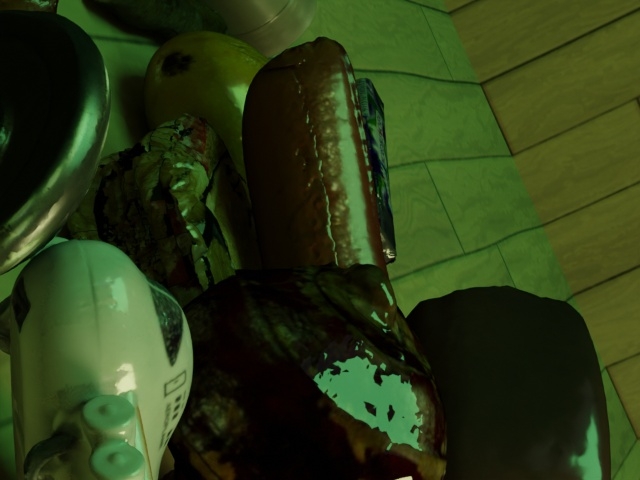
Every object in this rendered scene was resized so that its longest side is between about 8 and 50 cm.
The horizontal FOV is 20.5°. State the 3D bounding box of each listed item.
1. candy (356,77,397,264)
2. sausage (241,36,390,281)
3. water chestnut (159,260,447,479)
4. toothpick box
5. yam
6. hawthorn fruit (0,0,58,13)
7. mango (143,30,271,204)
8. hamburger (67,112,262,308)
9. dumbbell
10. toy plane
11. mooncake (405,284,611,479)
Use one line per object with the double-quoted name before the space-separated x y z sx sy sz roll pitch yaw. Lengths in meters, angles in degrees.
"candy" 0.030 -0.070 1.936 0.312 0.088 0.061 -92 157 -55
"sausage" 0.000 0.000 1.365 0.102 0.102 0.330 28 50 -65
"water chestnut" -0.026 0.129 1.187 0.224 0.238 0.224 53 6 -9
"toothpick box" -0.091 -0.279 1.813 0.181 0.111 0.111 49 23 -43
"yam" -0.147 -0.215 1.641 0.057 0.056 0.241 69 17 12
"hawthorn fruit" -0.227 -0.170 1.283 0.077 0.077 0.077 56 18 -30
"mango" -0.065 -0.092 1.615 0.177 0.120 0.295 64 12 26
"hamburger" -0.101 0.020 1.359 0.231 0.106 0.231 -22 90 -78
"dumbbell" -0.230 -0.084 0.929 0.290 0.192 0.192 46 25 -45
"toy plane" -0.125 0.104 1.025 0.244 0.117 0.245 173 -90 -76
"mooncake" 0.114 0.201 1.427 0.326 0.174 0.334 130 -35 -80
